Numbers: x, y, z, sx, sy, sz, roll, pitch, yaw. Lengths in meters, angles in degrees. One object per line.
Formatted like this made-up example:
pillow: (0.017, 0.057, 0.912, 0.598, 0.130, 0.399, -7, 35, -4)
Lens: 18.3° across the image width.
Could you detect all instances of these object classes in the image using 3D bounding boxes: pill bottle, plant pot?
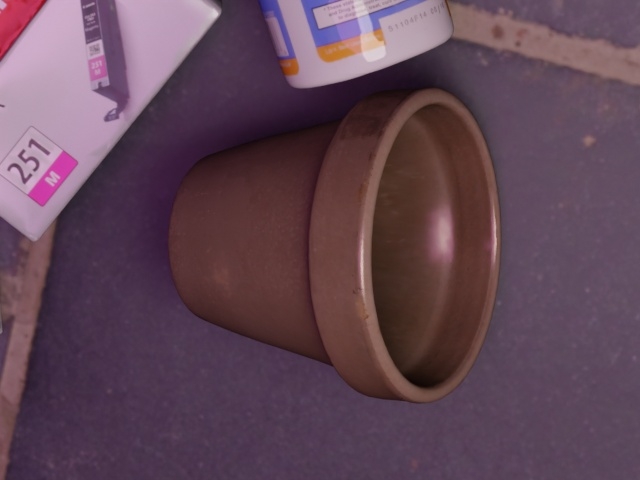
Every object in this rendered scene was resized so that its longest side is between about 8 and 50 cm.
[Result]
pill bottle: (0.002, -0.276, 1.658, 0.152, 0.152, 0.272, -15, 101, 15)
plant pot: (0.000, 0.000, 1.699, 0.229, 0.263, 0.263, 3, 105, 29)

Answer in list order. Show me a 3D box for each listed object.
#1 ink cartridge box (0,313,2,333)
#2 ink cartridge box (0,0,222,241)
ink cartridge box: (-0.359, -0.006, 1.862, 0.097, 0.046, 0.207, 0, 103, 11)
ink cartridge box: (-0.261, -0.177, 1.756, 0.239, 0.060, 0.275, 38, 102, -12)
